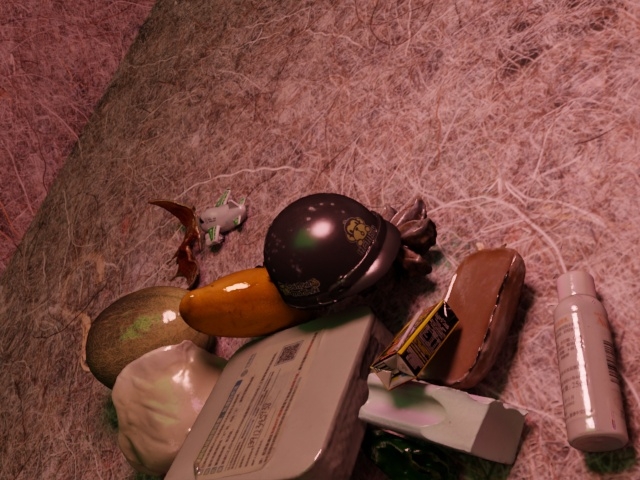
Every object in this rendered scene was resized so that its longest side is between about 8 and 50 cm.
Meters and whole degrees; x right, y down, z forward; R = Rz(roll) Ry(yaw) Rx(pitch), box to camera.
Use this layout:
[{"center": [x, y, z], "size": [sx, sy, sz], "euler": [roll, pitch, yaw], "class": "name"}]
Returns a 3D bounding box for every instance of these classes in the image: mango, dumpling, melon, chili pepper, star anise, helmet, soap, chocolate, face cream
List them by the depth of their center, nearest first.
[{"center": [0.388, 0.167, 1.047], "size": [0.081, 0.082, 0.269], "euler": [-21, 48, 34], "class": "face cream"}, {"center": [0.191, 0.279, 1.122], "size": [0.230, 0.145, 0.091], "euler": [1, 71, 52], "class": "soap"}, {"center": [0.130, 0.349, 1.171], "size": [0.062, 0.108, 0.216], "euler": [-34, 24, -30], "class": "chili pepper"}, {"center": [0.266, 0.138, 1.198], "size": [0.262, 0.083, 0.161], "euler": [-63, 21, -14], "class": "chocolate"}, {"center": [0.000, 0.000, 1.336], "size": [0.278, 0.160, 0.231], "euler": [-12, 36, 45], "class": "helmet"}, {"center": [0.137, 0.030, 1.400], "size": [0.223, 0.109, 0.236], "euler": [-33, 24, 12], "class": "star anise"}, {"center": [-0.151, 0.129, 1.482], "size": [0.177, 0.294, 0.120], "euler": [120, 146, -48], "class": "mango"}, {"center": [-0.330, 0.363, 1.515], "size": [0.318, 0.243, 0.187], "euler": [-48, 22, 1], "class": "dumpling"}, {"center": [-0.397, 0.233, 1.683], "size": [0.329, 0.248, 0.249], "euler": [-22, 46, 22], "class": "melon"}]

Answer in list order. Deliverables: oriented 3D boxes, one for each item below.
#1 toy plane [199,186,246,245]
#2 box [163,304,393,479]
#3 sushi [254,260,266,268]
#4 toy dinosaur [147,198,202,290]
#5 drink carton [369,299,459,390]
[{"center": [-0.263, -0.064, 1.909], "size": [0.174, 0.080, 0.174], "euler": [-30, 43, 32], "class": "toy plane"}, {"center": [-0.076, 0.316, 1.314], "size": [0.396, 0.111, 0.396], "euler": [-22, 26, 36], "class": "box"}, {"center": [-0.079, 0.066, 1.598], "size": [0.094, 0.098, 0.084], "euler": [-54, 36, 2], "class": "sushi"}, {"center": [-0.396, 0.034, 1.928], "size": [0.206, 0.112, 0.328], "euler": [-18, 65, 56], "class": "toy dinosaur"}, {"center": [0.151, 0.162, 1.134], "size": [0.071, 0.056, 0.165], "euler": [-34, 4, 42], "class": "drink carton"}]
